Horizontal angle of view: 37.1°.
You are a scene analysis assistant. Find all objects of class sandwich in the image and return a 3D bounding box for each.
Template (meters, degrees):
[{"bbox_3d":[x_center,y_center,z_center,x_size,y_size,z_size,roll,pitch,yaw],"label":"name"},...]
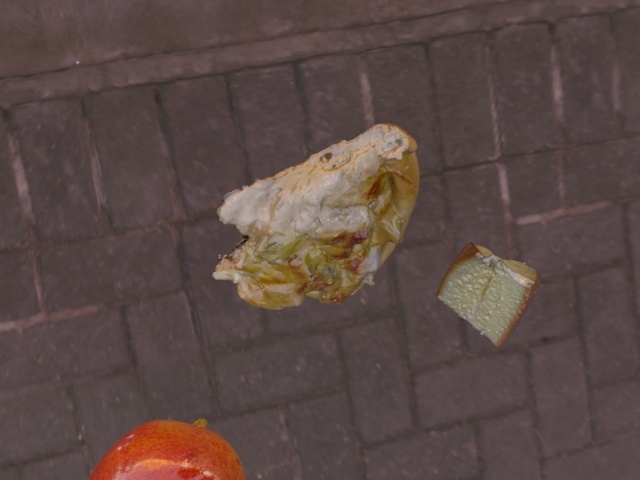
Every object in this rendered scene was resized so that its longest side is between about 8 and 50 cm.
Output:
[{"bbox_3d":[0.195,0.057,1.086,0.094,0.258,0.096,35,96,14],"label":"sandwich"}]

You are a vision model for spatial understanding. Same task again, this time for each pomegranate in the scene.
[{"bbox_3d":[-0.194,0.337,1.267,0.220,0.257,0.221,4,118,8],"label":"pomegranate"}]

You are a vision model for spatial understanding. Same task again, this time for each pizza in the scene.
[{"bbox_3d":[0.000,0.000,1.024,0.223,0.323,0.089,-15,63,-17],"label":"pizza"}]
